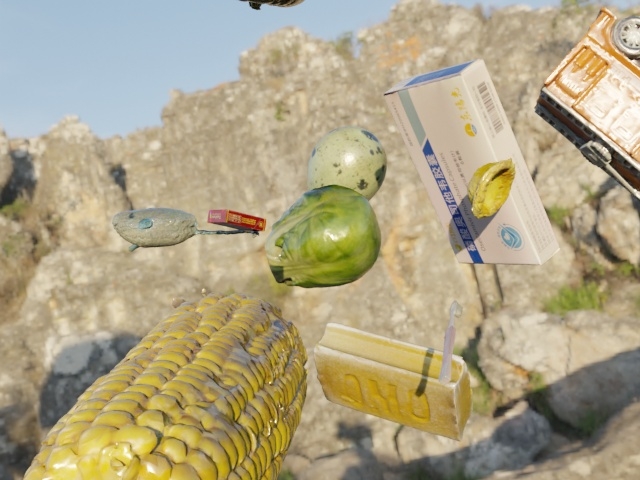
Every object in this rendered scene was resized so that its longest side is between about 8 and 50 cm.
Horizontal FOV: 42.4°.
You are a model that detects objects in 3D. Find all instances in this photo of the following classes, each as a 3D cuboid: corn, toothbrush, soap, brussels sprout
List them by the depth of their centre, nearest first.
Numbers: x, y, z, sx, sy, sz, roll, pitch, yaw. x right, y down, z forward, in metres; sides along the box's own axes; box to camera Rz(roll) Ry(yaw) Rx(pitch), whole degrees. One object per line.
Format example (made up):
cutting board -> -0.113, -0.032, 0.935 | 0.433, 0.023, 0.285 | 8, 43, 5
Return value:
corn -> -0.065, 0.098, 0.453 | 0.115, 0.115, 0.318 | -12, 7, 6
toothbrush -> 0.180, 0.136, 1.142 | 0.014, 0.017, 0.194 | -47, 7, 29
soap -> 0.134, 0.257, 1.503 | 0.274, 0.173, 0.089 | 11, 47, 26
brussels sprout -> 0.000, 0.000, 1.774 | 0.271, 0.219, 0.210 | -21, -49, 20

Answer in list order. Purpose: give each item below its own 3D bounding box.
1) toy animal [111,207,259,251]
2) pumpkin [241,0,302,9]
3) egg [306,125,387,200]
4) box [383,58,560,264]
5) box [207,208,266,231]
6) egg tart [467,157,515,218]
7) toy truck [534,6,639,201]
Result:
toy animal -> -0.228, -0.017, 1.409 | 0.252, 0.070, 0.079 | 4, 40, -1
pumpkin -> -0.112, -0.526, 1.598 | 0.223, 0.157, 0.224 | 12, 20, -4
egg -> 0.054, -0.153, 1.895 | 0.177, 0.177, 0.228 | -8, -43, -51
box -> 0.250, -0.118, 1.381 | 0.065, 0.343, 0.200 | -36, 18, -28
box -> -0.136, -0.032, 1.342 | 0.082, 0.023, 0.051 | 14, -8, -42
egg tart -> 0.252, -0.081, 1.238 | 0.039, 0.105, 0.105 | 29, 23, 34
toy truck -> 0.551, -0.182, 1.364 | 0.207, 0.387, 0.173 | -46, -13, -3
